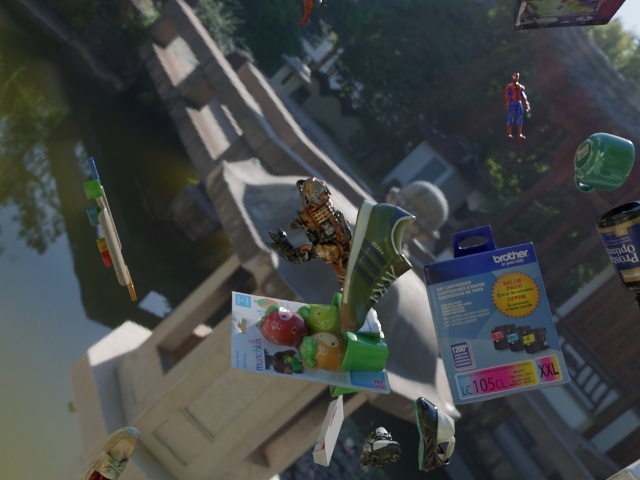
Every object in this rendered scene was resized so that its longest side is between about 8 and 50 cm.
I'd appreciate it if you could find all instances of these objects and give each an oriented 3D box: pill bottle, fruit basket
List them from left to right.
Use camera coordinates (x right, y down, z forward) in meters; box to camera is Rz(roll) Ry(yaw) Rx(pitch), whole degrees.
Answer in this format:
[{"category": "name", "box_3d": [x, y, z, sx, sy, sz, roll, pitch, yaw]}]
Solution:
[{"category": "fruit basket", "box_3d": [-0.028, 0.214, 1.612, 0.352, 0.166, 0.327, 16, 22, -13]}, {"category": "pill bottle", "box_3d": [0.694, 0.032, 1.527, 0.123, 0.122, 0.219, -39, 106, -80]}]

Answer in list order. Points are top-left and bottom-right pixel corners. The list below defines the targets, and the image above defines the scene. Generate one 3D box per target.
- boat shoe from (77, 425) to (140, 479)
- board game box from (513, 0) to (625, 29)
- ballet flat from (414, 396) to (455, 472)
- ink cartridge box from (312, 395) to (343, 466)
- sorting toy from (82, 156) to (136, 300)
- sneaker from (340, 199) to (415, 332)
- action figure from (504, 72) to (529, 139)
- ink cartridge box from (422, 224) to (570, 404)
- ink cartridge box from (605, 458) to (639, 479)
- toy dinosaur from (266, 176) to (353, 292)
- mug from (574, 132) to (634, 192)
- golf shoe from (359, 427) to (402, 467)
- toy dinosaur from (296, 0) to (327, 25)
[{"category": "boat shoe", "box_3d": [-0.387, 0.417, 1.293, 0.063, 0.170, 0.059, 31, 14, -28]}, {"category": "board game box", "box_3d": [0.506, -0.493, 1.421, 0.347, 0.208, 0.056, -12, 97, -77]}, {"category": "ballet flat", "box_3d": [0.291, 0.486, 1.782, 0.095, 0.096, 0.281, -87, 170, -47]}, {"category": "ink cartridge box", "box_3d": [0.023, 0.588, 2.232, 0.056, 0.181, 0.225, 12, -36, 15]}, {"category": "sorting toy", "box_3d": [-0.473, -0.010, 1.546, 0.196, 0.047, 0.348, -132, -152, -60]}, {"category": "sneaker", "box_3d": [0.085, 0.039, 0.993, 0.086, 0.192, 0.064, 8, -11, 16]}, {"category": "action figure", "box_3d": [0.340, -0.234, 1.227, 0.030, 0.038, 0.115, 81, 8, -85]}, {"category": "ink cartridge box", "box_3d": [0.402, 0.171, 1.679, 0.151, 0.269, 0.396, 55, 23, -72]}, {"category": "ink cartridge box", "box_3d": [0.587, 0.412, 1.061, 0.306, 0.131, 0.226, -12, 54, -34]}, {"category": "toy dinosaur", "box_3d": [0.000, 0.000, 1.692, 0.164, 0.322, 0.218, -18, 17, -41]}, {"category": "mug", "box_3d": [0.673, -0.182, 1.709, 0.097, 0.158, 0.129, 16, 18, -10]}, {"category": "golf shoe", "box_3d": [0.147, 0.507, 1.754, 0.077, 0.198, 0.094, 17, 62, -12]}, {"category": "toy dinosaur", "box_3d": [-0.009, -0.387, 1.124, 0.047, 0.090, 0.082, 21, 11, 3]}]
